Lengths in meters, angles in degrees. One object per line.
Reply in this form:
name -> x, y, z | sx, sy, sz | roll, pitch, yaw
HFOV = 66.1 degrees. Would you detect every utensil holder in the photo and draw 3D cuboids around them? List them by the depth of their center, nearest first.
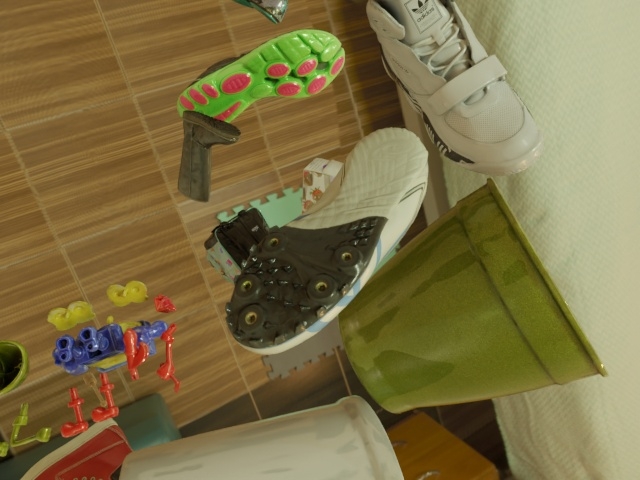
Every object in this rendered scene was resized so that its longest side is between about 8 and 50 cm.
utensil holder -> -0.088, 0.444, 0.768 | 0.386, 0.328, 0.327 | -7, 101, -14

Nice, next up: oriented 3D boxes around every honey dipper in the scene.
honey dipper -> -0.653, 0.438, 1.436 | 0.031, 0.161, 0.030 | -19, 120, -35

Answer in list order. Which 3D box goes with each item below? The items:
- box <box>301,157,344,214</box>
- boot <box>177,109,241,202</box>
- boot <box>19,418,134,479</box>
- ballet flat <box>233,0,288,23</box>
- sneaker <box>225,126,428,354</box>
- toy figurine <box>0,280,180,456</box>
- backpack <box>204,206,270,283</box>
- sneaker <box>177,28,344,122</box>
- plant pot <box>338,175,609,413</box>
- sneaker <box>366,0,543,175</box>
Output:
box -> 0.000, 0.000, 0.963 | 0.067, 0.063, 0.323 | -51, 151, -53
boot -> -0.272, -0.186, 1.171 | 0.076, 0.190, 0.208 | -13, 124, -48
boot -> -0.518, 0.530, 1.070 | 0.244, 0.176, 0.088 | -34, 154, -32
ballet flat -> -0.079, -0.301, 0.602 | 0.041, 0.114, 0.041 | -36, 148, -27
sneaker -> 0.019, 0.001, 0.382 | 0.237, 0.085, 0.086 | -50, 148, -35
toy figurine -> -0.380, 0.217, 0.841 | 0.363, 0.217, 0.191 | -22, 78, 0
backpack -> -0.182, 0.038, 1.238 | 0.188, 0.144, 0.166 | 48, 46, 3
sneaker -> -0.172, -0.466, 1.359 | 0.484, 0.202, 0.185 | -18, 130, 3
plant pot -> 0.235, 0.132, 0.879 | 0.353, 0.366, 0.366 | -30, 114, 20
sneaker -> 0.179, -0.260, 0.715 | 0.138, 0.365, 0.210 | -34, 150, 8
